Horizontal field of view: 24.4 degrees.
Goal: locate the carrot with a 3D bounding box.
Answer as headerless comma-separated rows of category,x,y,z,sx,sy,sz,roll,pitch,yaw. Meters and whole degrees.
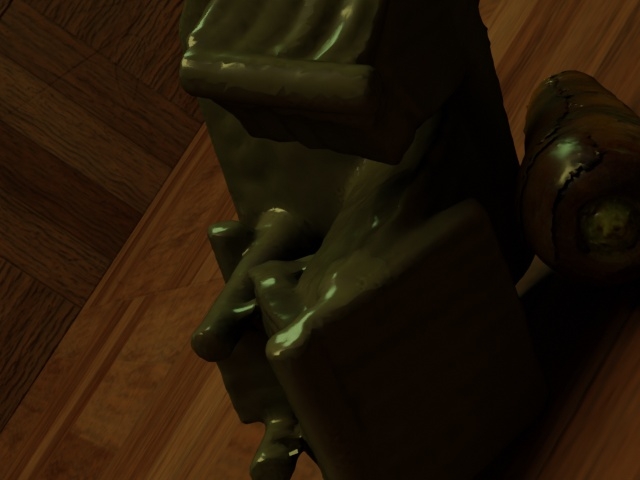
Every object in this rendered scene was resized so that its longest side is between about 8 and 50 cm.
carrot,0.094,-0.028,0.526,0.055,0.055,0.161,-53,5,16

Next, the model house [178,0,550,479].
model house,0.008,-0.003,0.514,0.122,0.229,0.188,-11,21,12
